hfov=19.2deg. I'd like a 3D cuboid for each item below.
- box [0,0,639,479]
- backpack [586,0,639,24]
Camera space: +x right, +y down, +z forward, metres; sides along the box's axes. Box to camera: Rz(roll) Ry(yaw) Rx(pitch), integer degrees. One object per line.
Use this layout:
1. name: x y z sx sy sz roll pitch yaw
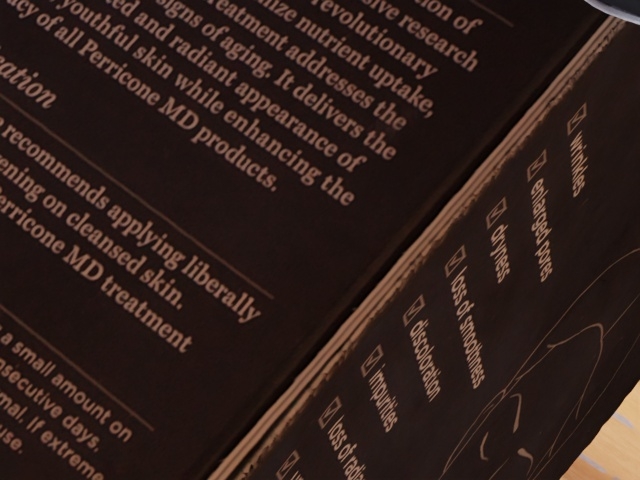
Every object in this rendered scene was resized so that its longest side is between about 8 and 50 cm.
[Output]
1. box: 0.000 0.000 1.054 0.297 0.472 0.480 37 166 23
2. backpack: 0.158 -0.177 0.675 0.253 0.191 0.225 14 148 48
